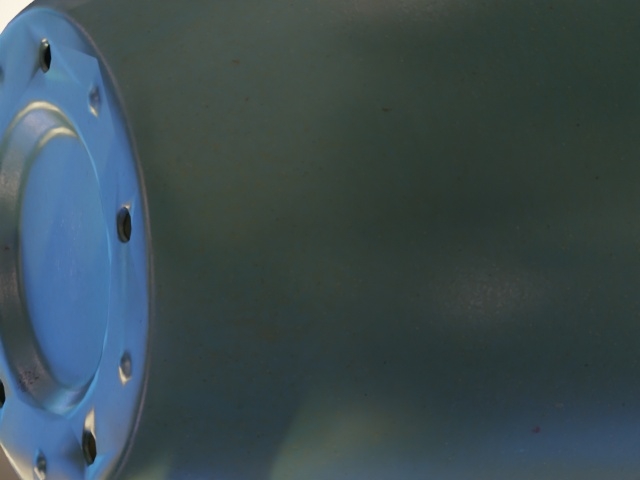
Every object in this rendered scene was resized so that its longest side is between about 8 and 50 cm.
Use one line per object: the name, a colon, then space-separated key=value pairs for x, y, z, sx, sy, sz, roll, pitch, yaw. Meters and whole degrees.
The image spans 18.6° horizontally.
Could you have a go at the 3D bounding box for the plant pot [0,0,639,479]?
plant pot: x=0.000 y=0.000 z=0.748 sx=0.235 sy=0.293 sz=0.293 roll=-3 pitch=-140 yaw=-29
